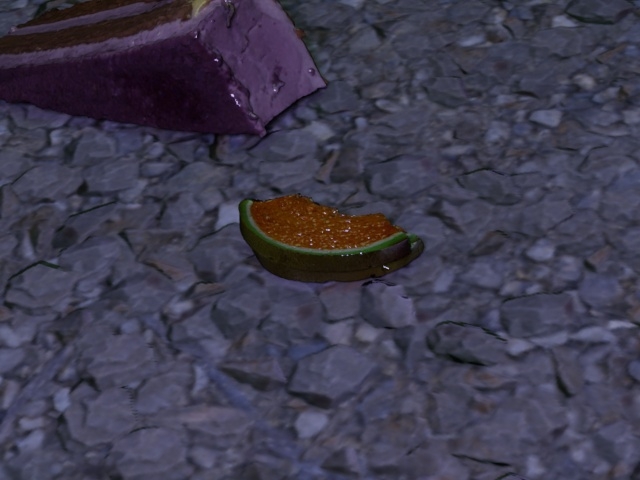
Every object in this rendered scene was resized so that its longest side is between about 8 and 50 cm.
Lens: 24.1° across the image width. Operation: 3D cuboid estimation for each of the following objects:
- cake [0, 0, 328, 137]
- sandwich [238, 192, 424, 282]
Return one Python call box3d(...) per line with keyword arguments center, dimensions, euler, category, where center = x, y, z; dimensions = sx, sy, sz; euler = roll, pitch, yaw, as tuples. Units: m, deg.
box3d(center=(-0.150, -0.156, 1.189), dimensions=(0.295, 0.112, 0.116), euler=(5, 39, 29), category="cake")
box3d(center=(-0.002, 0.001, 1.009), dimensions=(0.135, 0.029, 0.067), euler=(12, 39, 28), category="sandwich")
